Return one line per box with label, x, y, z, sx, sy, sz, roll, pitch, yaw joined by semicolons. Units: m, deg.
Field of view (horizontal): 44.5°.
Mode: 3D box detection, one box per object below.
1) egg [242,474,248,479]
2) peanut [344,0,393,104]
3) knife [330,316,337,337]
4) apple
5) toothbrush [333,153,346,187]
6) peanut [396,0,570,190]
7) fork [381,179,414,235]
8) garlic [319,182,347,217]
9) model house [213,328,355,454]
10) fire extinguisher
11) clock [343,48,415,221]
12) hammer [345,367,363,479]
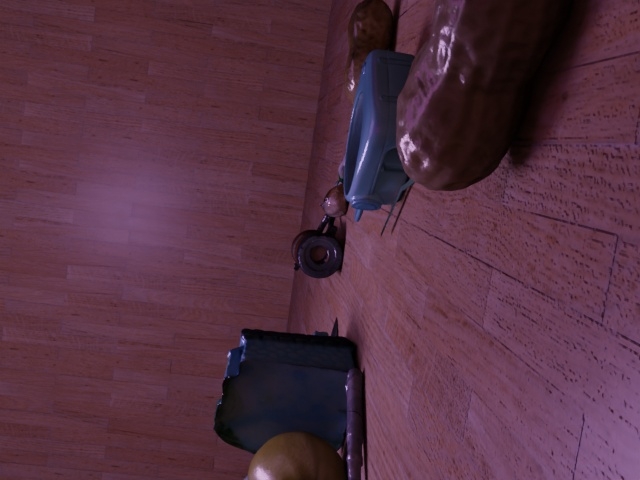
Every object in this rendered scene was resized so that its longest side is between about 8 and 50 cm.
egg;-0.137;0.706;2.075;0.264;0.183;0.183;94;179;-50
peanut;0.097;-0.381;1.601;0.103;0.098;0.229;14;-98;-54
knife;0.028;0.275;1.817;0.245;0.019;0.072;-87;8;-54
apple;-0.039;0.452;1.462;0.200;0.200;0.200;-173;90;-84
toothbrush;0.055;-0.167;2.010;0.418;0.040;0.042;130;145;-80
peanut;0.148;-0.179;0.713;0.136;0.120;0.298;-96;16;-47
fork;0.129;-0.072;1.251;0.235;0.021;0.039;104;176;-57
garlic;0.041;-0.096;2.000;0.084;0.066;0.152;-56;4;-13
model house;-0.075;0.276;1.601;0.241;0.261;0.226;-94;14;-61
fire extinguisher;0.006;0.010;2.105;0.200;0.113;0.376;-40;6;-4
clock;0.099;-0.163;1.320;0.274;0.094;0.223;101;174;-49
hammer;0.053;0.391;1.295;0.427;0.044;0.152;-89;9;-51
